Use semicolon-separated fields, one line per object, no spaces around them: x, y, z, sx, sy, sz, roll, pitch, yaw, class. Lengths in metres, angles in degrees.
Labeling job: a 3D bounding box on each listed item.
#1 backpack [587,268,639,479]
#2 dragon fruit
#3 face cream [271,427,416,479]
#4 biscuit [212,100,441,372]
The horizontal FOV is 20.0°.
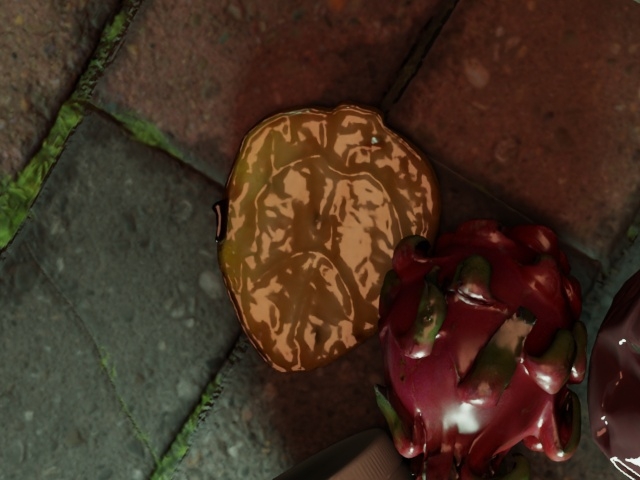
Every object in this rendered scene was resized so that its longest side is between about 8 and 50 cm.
0.379;0.131;1.512;0.317;0.197;0.283;24;104;1;backpack
0.139;0.117;1.547;0.218;0.198;0.273;4;97;48;dragon fruit
0.021;0.296;1.605;0.201;0.201;0.187;-31;92;14;face cream
0.000;-0.001;1.647;0.203;0.041;0.260;17;103;1;biscuit
